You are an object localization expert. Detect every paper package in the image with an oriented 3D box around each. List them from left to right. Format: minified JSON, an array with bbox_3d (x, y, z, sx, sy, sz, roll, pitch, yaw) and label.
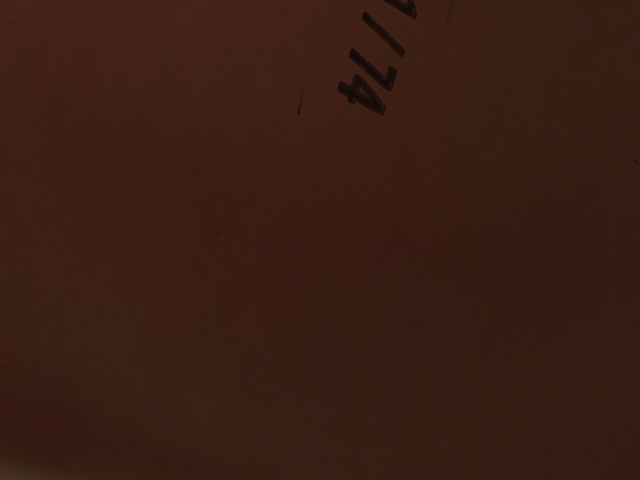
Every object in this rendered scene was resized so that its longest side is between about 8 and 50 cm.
[{"bbox_3d":[0.003,-0.038,0.493,0.309,0.325,0.168,21,159,-24],"label":"paper package"}]
